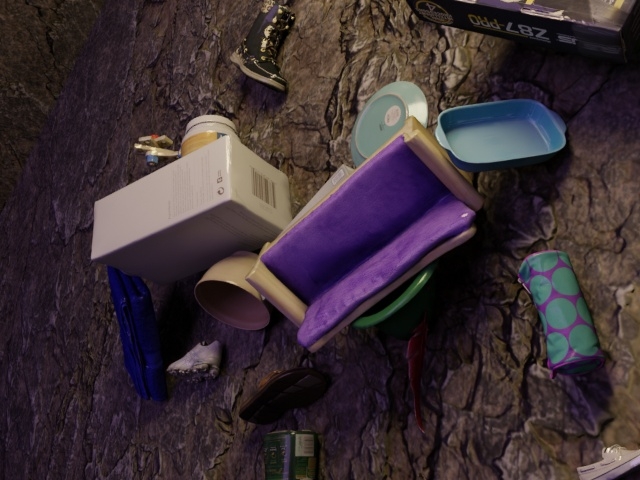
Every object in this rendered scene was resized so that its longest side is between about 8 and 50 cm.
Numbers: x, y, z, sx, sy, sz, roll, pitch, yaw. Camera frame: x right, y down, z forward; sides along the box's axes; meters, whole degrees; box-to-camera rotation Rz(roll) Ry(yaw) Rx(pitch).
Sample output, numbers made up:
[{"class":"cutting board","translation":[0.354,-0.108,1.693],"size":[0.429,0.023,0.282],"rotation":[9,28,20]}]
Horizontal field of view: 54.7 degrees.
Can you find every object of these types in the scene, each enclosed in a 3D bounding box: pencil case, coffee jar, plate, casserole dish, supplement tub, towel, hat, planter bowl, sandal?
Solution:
[{"class":"pencil case","translation":[0.301,0.092,0.780],"size":[0.070,0.064,0.152],"rotation":[-23,58,24]},{"class":"coffee jar","translation":[-0.050,0.421,1.051],"size":[0.096,0.079,0.185],"rotation":[-21,60,40]},{"class":"plate","translation":[0.116,-0.206,1.132],"size":[0.188,0.024,0.188],"rotation":[-21,61,44]},{"class":"casserole dish","translation":[0.251,-0.145,0.871],"size":[0.037,0.188,0.114],"rotation":[91,167,-54]},{"class":"supplement tub","translation":[-0.254,-0.177,1.452],"size":[0.144,0.144,0.200],"rotation":[-29,56,40]},{"class":"towel","translation":[-0.449,0.214,1.480],"size":[0.227,0.076,0.308],"rotation":[36,135,48]},{"class":"hat","translation":[0.160,0.131,0.960],"size":[0.208,0.183,0.173],"rotation":[-43,13,9]},{"class":"planter bowl","translation":[-0.159,0.091,1.255],"size":[0.162,0.162,0.109],"rotation":[-23,34,42]},{"class":"sandal","translation":[-0.074,0.279,1.147],"size":[0.219,0.090,0.060],"rotation":[-44,25,39]}]

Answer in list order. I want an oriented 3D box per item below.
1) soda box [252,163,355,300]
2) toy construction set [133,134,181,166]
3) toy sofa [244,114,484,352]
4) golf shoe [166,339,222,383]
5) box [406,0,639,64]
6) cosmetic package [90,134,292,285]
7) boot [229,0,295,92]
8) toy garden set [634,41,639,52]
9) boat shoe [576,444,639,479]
[{"class":"soda box","translation":[0.000,0.000,1.133],"size":[0.286,0.098,0.091],"rotation":[-47,47,28]},{"class":"toy construction set","translation":[-0.379,-0.131,1.591],"size":[0.215,0.151,0.328],"rotation":[-25,70,42]},{"class":"toy sofa","translation":[0.058,-0.006,0.945],"size":[0.362,0.150,0.177],"rotation":[-40,15,24]},{"class":"golf shoe","translation":[-0.276,0.271,1.394],"size":[0.176,0.069,0.086],"rotation":[-17,44,41]},{"class":"box","translation":[0.327,-0.457,0.808],"size":[0.318,0.097,0.395],"rotation":[26,90,35]},{"class":"cosmetic package","translation":[-0.273,-0.047,1.310],"size":[0.384,0.217,0.156],"rotation":[-18,62,25]},{"class":"boot","translation":[-0.116,-0.459,1.445],"size":[0.179,0.085,0.236],"rotation":[-58,41,13]},{"class":"toy garden set","translation":[0.431,-0.363,0.809],"size":[0.204,0.049,0.244],"rotation":[-57,42,18]},{"class":"boat shoe","translation":[0.337,0.251,0.706],"size":[0.100,0.035,0.035],"rotation":[-49,48,35]}]
